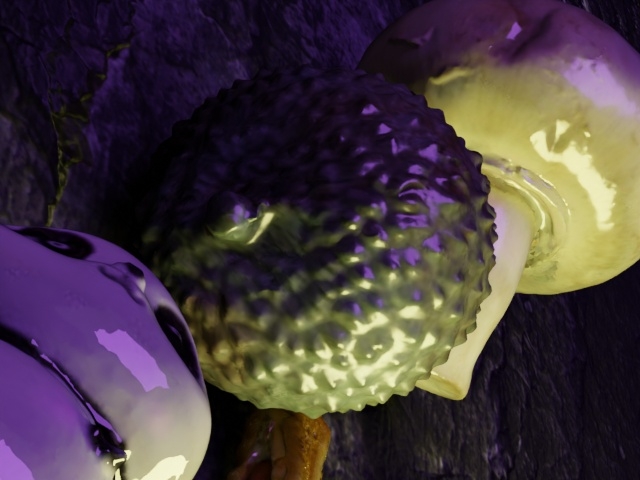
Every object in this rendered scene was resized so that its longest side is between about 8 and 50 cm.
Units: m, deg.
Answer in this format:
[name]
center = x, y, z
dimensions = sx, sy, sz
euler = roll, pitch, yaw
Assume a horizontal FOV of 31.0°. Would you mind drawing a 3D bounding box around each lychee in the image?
[lychee]
center = 0.000, 0.000, 0.825
dimensions = 0.274, 0.255, 0.255
euler = 20, 52, -69

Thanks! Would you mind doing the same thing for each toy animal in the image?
[toy animal]
center = -0.158, 0.088, 0.590
dimensions = 0.187, 0.165, 0.235
euler = 43, 37, -4

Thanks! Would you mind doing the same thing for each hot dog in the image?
[hot dog]
center = -0.046, 0.218, 0.770
dimensions = 0.289, 0.068, 0.083
euler = -76, 156, -51

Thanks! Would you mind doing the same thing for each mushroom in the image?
[mushroom]
center = 0.165, -0.051, 1.066
dimensions = 0.315, 0.315, 0.356
euler = -23, 126, -59
